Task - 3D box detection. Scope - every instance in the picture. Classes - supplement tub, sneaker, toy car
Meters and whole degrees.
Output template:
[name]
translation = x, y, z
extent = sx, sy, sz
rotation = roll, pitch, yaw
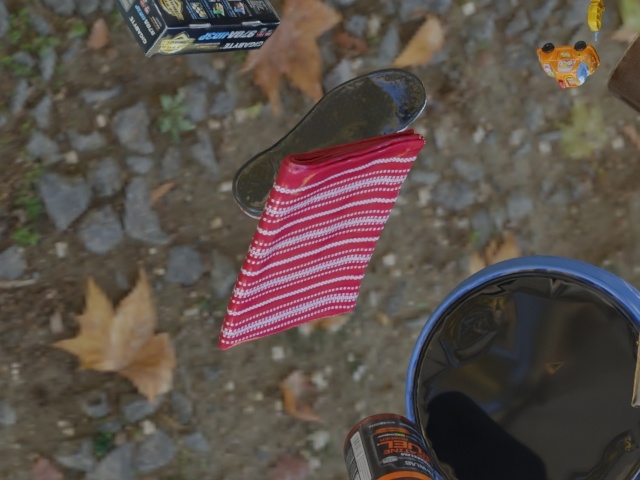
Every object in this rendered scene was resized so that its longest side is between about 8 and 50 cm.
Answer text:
[supplement tub]
translation = 0.092, 0.304, 1.851
extent = 0.106, 0.198, 0.106
rotation = -4, 118, -7
[sneaker]
translation = 0.012, -0.117, 1.900
extent = 0.270, 0.145, 0.090
rotation = -35, 82, 0
[toy car]
translation = 0.228, -0.179, 1.398
extent = 0.122, 0.060, 0.040
rotation = 74, 26, -64

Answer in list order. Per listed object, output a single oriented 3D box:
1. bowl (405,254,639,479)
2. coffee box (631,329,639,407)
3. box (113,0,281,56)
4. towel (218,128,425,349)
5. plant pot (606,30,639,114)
[bowl]
translation = 0.302, 0.214, 2.085
extent = 0.077, 0.391, 0.391
rotation = 5, 79, -70
[coffee box]
translation = 0.336, 0.073, 0.950
extent = 0.141, 0.246, 0.098
rotation = 11, 83, -36
[box]
translation = -0.164, -0.303, 1.654
extent = 0.175, 0.051, 0.220
rotation = -13, 65, -48
[towel]
translation = 0.000, 0.000, 1.664
extent = 0.199, 0.275, 0.031
rotation = -15, 50, -39
[plant pot]
translation = 0.416, -0.136, 1.361
extent = 0.230, 0.215, 0.215
rotation = 46, 54, 14
